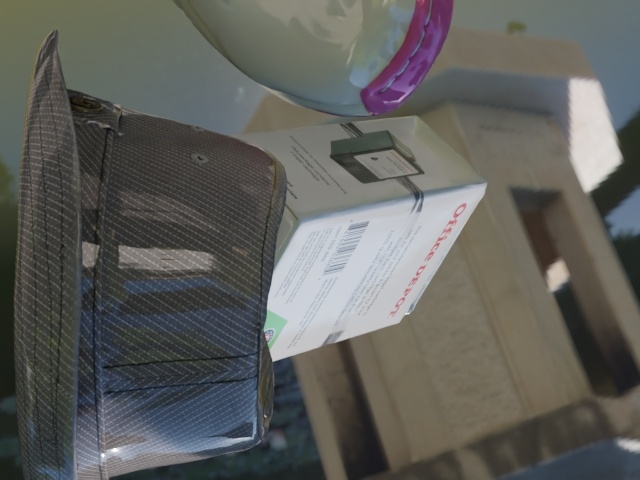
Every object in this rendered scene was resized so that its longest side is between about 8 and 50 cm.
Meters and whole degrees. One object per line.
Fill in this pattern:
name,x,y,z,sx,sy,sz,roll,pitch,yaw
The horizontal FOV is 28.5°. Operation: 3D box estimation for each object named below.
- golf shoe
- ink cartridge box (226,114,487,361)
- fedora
golf shoe,-0.063,-0.156,0.573,0.140,0.306,0.115,12,116,-44
ink cartridge box,0.000,0.000,1.241,0.289,0.121,0.211,-11,140,-48
fedora,-0.082,0.018,0.630,0.124,0.243,0.275,0,-167,-9
